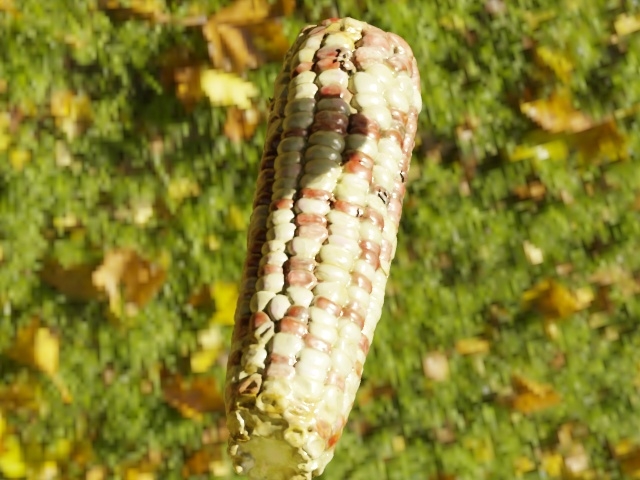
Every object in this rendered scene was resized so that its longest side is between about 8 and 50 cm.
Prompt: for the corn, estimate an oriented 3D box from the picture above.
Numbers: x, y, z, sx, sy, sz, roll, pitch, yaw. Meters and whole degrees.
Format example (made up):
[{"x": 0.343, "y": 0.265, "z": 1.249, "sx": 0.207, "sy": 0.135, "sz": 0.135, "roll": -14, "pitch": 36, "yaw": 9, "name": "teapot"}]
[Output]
[{"x": 0.000, "y": 0.000, "z": 0.827, "sx": 0.080, "sy": 0.237, "sz": 0.079, "roll": 7, "pitch": 146, "yaw": 5, "name": "corn"}]
